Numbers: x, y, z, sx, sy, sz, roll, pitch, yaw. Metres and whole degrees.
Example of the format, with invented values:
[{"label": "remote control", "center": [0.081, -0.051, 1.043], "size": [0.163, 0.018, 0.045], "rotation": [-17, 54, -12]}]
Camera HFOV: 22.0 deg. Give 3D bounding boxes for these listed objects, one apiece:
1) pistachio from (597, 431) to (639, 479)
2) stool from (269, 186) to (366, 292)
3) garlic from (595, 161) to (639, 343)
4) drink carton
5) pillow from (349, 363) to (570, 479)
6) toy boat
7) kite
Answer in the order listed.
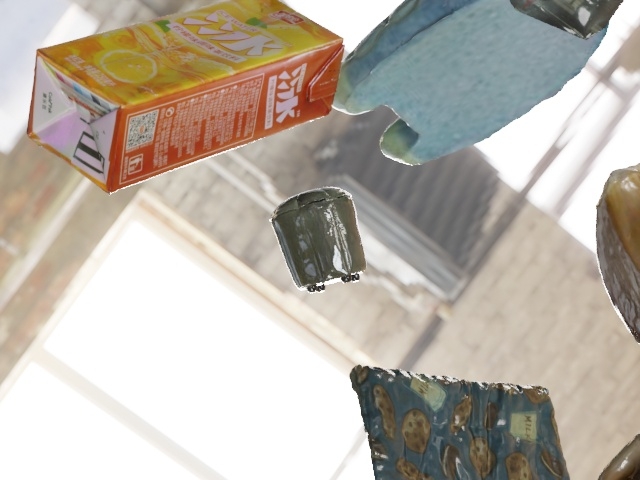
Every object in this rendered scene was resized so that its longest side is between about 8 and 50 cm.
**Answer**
[{"label": "pistachio", "center": [0.214, 0.156, 0.838], "size": [0.210, 0.165, 0.130], "rotation": [83, 6, -47]}, {"label": "stool", "center": [0.000, 0.000, 1.830], "size": [0.096, 0.110, 0.096], "rotation": [-17, 175, -1]}, {"label": "garlic", "center": [0.275, 0.040, 1.225], "size": [0.090, 0.128, 0.198], "rotation": [-25, -133, -3]}, {"label": "drink carton", "center": [-0.093, -0.112, 1.180], "size": [0.223, 0.096, 0.071], "rotation": [-23, 136, -43]}, {"label": "pillow", "center": [0.142, 0.211, 1.519], "size": [0.034, 0.255, 0.189], "rotation": [-38, -128, 40]}, {"label": "toy boat", "center": [0.166, -0.226, 1.829], "size": [0.330, 0.215, 0.123], "rotation": [-35, -134, 19]}, {"label": "kite", "center": [0.253, -0.274, 1.376], "size": [0.245, 0.141, 0.015], "rotation": [-43, 149, -5]}]
